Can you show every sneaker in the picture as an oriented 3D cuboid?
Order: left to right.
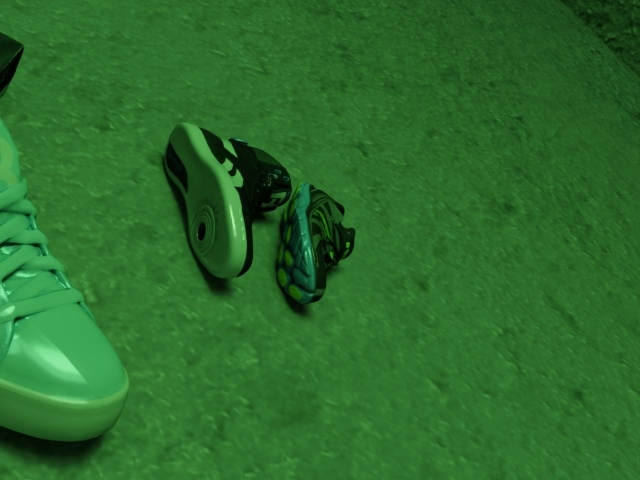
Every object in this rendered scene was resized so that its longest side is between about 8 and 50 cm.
[{"bbox_3d":[-0.263,-0.016,0.742,0.366,0.150,0.135,41,31,14],"label":"sneaker"},{"bbox_3d":[-0.072,-0.040,1.034,0.121,0.079,0.217,11,35,-32],"label":"sneaker"},{"bbox_3d":[0.000,0.000,1.058,0.078,0.067,0.188,21,28,-9],"label":"sneaker"}]

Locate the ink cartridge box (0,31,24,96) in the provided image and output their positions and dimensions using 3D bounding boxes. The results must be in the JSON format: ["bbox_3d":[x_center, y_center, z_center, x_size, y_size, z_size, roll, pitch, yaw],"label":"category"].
[{"bbox_3d":[-0.453,-0.206,0.929,0.333,0.065,0.165,26,31,-11],"label":"ink cartridge box"}]
